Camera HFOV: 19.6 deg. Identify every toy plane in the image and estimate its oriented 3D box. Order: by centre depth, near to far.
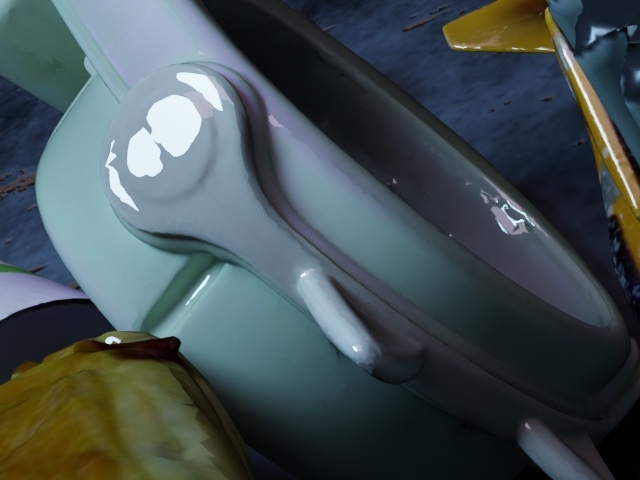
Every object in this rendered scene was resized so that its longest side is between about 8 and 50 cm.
[{"bbox_3d":[0.146,-0.045,0.807,0.103,0.204,0.316,-29,48,2],"label":"toy plane"}]

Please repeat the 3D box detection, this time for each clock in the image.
[{"bbox_3d":[0.000,0.000,0.740,0.109,0.265,0.324,-49,32,11],"label":"clock"}]

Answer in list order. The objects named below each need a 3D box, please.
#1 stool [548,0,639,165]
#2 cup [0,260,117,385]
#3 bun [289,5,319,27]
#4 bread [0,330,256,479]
[{"bbox_3d":[0.246,0.013,0.402,0.297,0.330,0.297,-23,31,15],"label":"stool"},{"bbox_3d":[-0.202,0.095,0.812,0.274,0.253,0.253,10,48,38],"label":"cup"},{"bbox_3d":[-0.050,-0.064,1.050,0.138,0.094,0.138,-1,60,3],"label":"bun"},{"bbox_3d":[-0.113,0.195,0.486,0.314,0.191,0.370,-35,17,-4],"label":"bread"}]
